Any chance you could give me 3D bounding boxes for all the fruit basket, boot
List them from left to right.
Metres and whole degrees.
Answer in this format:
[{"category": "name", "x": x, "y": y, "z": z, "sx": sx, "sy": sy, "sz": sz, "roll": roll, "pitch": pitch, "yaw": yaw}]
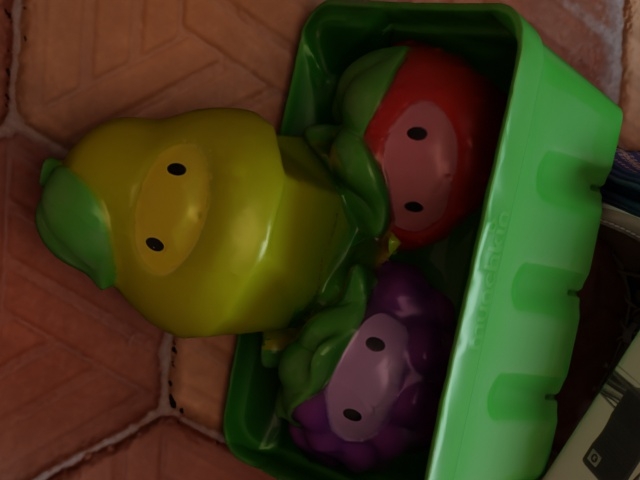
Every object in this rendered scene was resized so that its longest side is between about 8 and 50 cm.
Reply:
[{"category": "fruit basket", "x": 0.000, "y": 0.000, "z": 1.036, "sx": 0.392, "sy": 0.283, "sz": 0.392, "roll": -8, "pitch": 103, "yaw": -36}, {"category": "boot", "x": 0.272, "y": 0.066, "z": 1.220, "sx": 0.213, "sy": 0.077, "sz": 0.165, "roll": 31, "pitch": 86, "yaw": -26}]

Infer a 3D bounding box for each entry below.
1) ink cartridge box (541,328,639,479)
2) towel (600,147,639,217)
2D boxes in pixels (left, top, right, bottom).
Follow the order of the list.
[{"category": "ink cartridge box", "x": 0.293, "y": 0.173, "z": 1.105, "sx": 0.223, "sy": 0.129, "sz": 0.307, "roll": 23, "pitch": 101, "yaw": -54}, {"category": "towel", "x": 0.361, "y": -0.039, "z": 1.154, "sx": 0.335, "sy": 0.243, "sz": 0.040, "roll": 4, "pitch": 104, "yaw": -21}]
